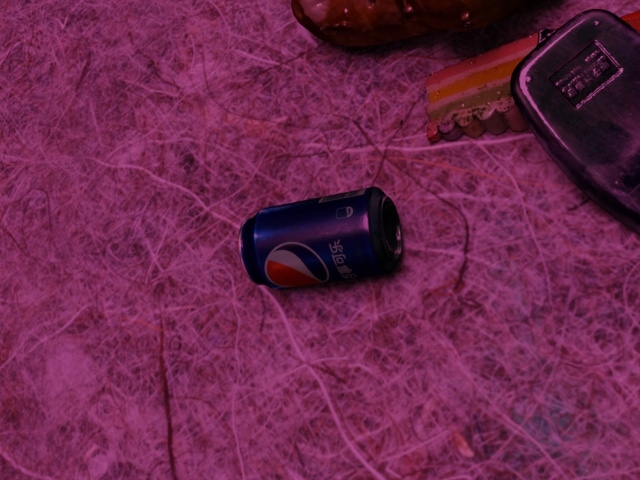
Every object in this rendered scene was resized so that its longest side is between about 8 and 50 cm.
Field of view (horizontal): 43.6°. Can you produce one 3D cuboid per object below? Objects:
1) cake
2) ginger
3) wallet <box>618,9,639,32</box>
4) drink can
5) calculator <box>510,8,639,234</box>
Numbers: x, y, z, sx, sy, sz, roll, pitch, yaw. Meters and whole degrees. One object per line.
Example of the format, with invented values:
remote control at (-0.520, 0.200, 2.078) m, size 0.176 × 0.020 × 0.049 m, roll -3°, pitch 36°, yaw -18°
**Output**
cake at (0.249, -0.197, 1.081) m, size 0.225 × 0.090 × 0.109 m, roll -12°, pitch 64°, yaw 41°
ginger at (0.124, -0.363, 1.100) m, size 0.418 × 0.254 × 0.176 m, roll 3°, pitch 102°, yaw 26°
wallet at (0.465, -0.234, 0.953) m, size 0.204 × 0.045 × 0.142 m, roll -13°, pitch 76°, yaw 36°
drink can at (0.000, 0.000, 1.064) m, size 0.205 × 0.118 × 0.118 m, roll -10°, pitch 64°, yaw 23°
calculator at (0.348, -0.149, 0.947) m, size 0.177 × 0.040 × 0.268 m, roll -41°, pitch 83°, yaw 4°
